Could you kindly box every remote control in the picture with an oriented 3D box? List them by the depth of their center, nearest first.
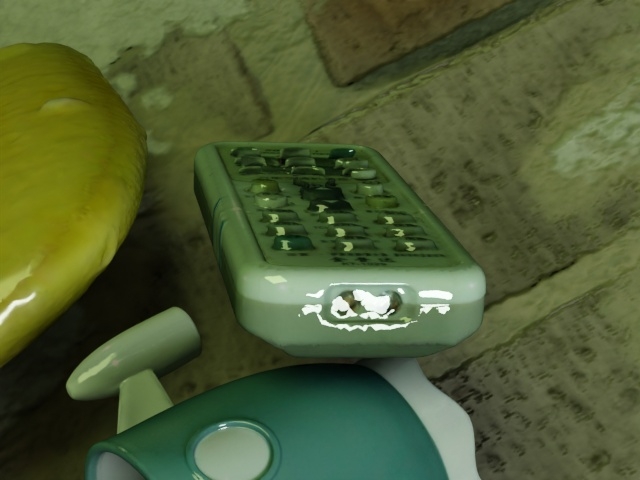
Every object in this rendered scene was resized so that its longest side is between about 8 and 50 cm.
[{"bbox_3d":[0.000,0.000,1.010,0.128,0.065,0.335,-1,15,-8],"label":"remote control"}]

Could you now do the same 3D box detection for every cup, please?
[{"bbox_3d":[-0.011,0.140,0.912,0.173,0.167,0.299,-26,54,-25],"label":"cup"}]

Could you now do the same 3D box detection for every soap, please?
[{"bbox_3d":[-0.248,0.003,1.177,0.306,0.115,0.427,-30,23,3],"label":"soap"}]
